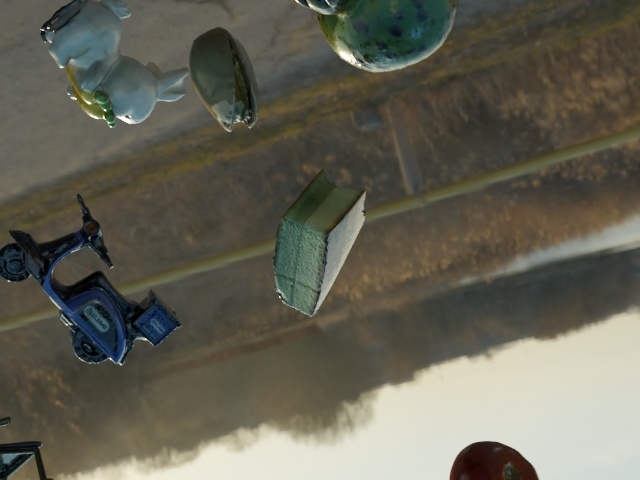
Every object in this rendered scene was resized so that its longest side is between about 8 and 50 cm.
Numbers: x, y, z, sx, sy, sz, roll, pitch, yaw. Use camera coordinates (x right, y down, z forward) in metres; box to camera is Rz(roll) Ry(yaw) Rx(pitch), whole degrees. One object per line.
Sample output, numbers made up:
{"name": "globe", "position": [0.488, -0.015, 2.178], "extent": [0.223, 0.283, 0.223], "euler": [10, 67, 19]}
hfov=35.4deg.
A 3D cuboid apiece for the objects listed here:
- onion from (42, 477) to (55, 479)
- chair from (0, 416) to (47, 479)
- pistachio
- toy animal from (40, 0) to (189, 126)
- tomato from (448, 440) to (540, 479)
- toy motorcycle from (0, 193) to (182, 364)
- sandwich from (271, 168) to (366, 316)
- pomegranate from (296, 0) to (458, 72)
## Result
{"name": "onion", "position": [-0.413, 0.550, 1.652], "extent": [0.221, 0.281, 0.281], "euler": [6, 164, -34]}
{"name": "chair", "position": [-0.687, 0.467, 2.068], "extent": [0.188, 0.272, 0.166], "euler": [7, 141, -48]}
{"name": "pistachio", "position": [-0.192, -0.325, 2.015], "extent": [0.126, 0.223, 0.152], "euler": [-12, 166, -26]}
{"name": "toy animal", "position": [-0.447, -0.371, 2.152], "extent": [0.183, 0.310, 0.247], "euler": [-6, -135, 50]}
{"name": "tomato", "position": [0.336, 0.484, 1.948], "extent": [0.195, 0.195, 0.136], "euler": [-8, 151, -41]}
{"name": "toy motorcycle", "position": [-0.453, 0.086, 1.950], "extent": [0.212, 0.358, 0.125], "euler": [-42, -159, -6]}
{"name": "sandwich", "position": [0.000, 0.000, 1.844], "extent": [0.186, 0.108, 0.220], "euler": [-51, 159, -43]}
{"name": "pomegranate", "position": [0.098, -0.398, 1.619], "extent": [0.242, 0.242, 0.306], "euler": [-15, 171, 13]}
